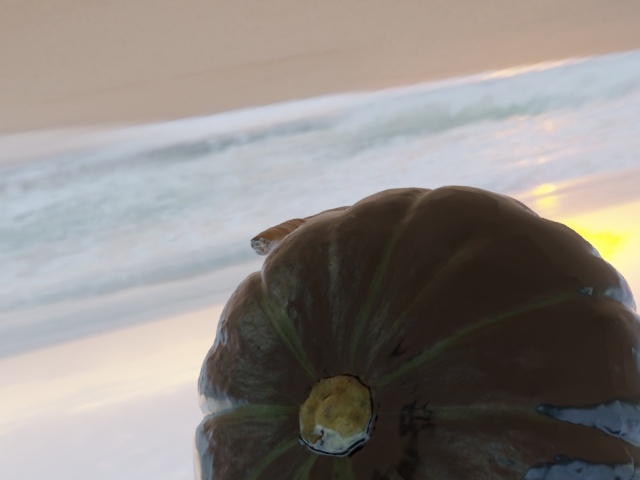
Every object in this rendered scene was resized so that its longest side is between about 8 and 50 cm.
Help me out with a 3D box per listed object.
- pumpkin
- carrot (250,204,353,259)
[{"bbox_3d":[0.038,0.071,0.396,0.194,0.194,0.150,-16,176,40],"label":"pumpkin"},{"bbox_3d":[0.000,0.000,0.654,0.048,0.048,0.216,-15,176,20],"label":"carrot"}]
